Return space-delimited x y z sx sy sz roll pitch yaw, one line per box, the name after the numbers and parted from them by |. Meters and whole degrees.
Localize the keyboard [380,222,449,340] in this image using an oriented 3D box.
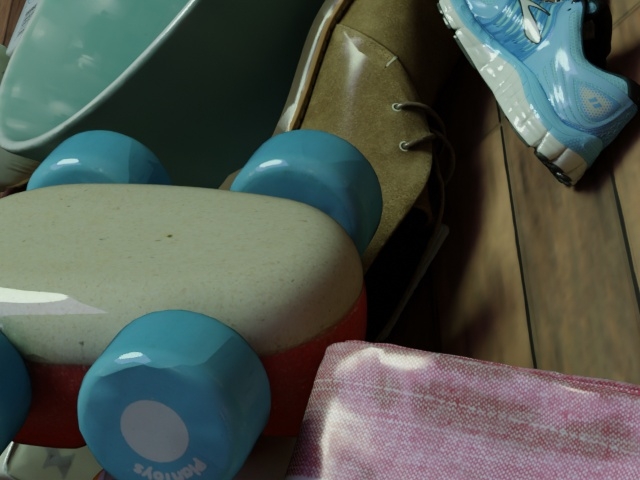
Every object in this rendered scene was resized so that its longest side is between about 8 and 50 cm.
0.000 0.000 1.041 0.072 0.014 0.256 -54 26 -6 | keyboard

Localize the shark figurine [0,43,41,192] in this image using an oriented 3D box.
-0.235 -0.168 1.531 0.278 0.116 0.166 -61 27 -4 | shark figurine

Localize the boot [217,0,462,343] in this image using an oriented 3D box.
0.039 -0.055 0.950 0.115 0.112 0.305 16 69 39 | boot

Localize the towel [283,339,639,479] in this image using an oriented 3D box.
0.048 0.193 0.590 0.237 0.037 0.329 6 63 33 | towel

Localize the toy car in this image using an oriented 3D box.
-0.073 0.098 0.814 0.210 0.238 0.219 1 27 17 | toy car

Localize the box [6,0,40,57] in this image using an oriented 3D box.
-0.120 -0.265 1.417 0.231 0.127 0.262 -30 36 43 | box

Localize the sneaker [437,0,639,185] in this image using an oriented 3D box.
0.116 -0.101 0.887 0.073 0.063 0.162 -37 51 12 | sneaker

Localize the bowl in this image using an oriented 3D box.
-0.050 -0.141 1.099 0.311 0.163 0.311 -39 29 26 | bowl

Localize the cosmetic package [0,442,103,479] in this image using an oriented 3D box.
-0.178 0.111 1.090 0.296 0.129 0.153 -11 50 57 | cosmetic package
